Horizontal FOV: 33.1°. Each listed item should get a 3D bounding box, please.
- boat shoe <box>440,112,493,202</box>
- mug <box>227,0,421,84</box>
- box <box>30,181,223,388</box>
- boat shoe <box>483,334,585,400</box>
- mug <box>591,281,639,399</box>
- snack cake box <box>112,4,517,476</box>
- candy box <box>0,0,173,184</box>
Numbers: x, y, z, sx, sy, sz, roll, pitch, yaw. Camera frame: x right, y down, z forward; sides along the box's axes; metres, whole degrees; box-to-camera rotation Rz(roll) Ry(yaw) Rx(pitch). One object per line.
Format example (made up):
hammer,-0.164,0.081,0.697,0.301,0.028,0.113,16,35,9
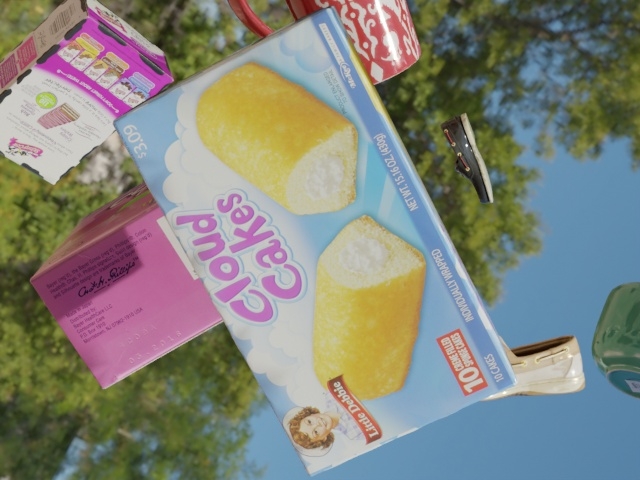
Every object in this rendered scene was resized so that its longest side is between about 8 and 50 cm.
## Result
boat shoe,0.205,-0.110,1.494,0.042,0.133,0.049,-21,-164,14
mug,0.000,-0.217,0.937,0.150,0.169,0.113,-23,-158,4
box,-0.124,0.000,1.003,0.214,0.117,0.243,-29,-168,6
boat shoe,0.164,0.115,1.007,0.063,0.170,0.059,-169,-104,-75
mug,0.372,0.116,1.196,0.157,0.129,0.097,102,14,-67
snack cake box,0.000,0.000,0.700,0.152,0.264,0.089,-27,-169,8
candy box,-0.333,-0.196,1.409,0.233,0.159,0.071,-38,-132,16
